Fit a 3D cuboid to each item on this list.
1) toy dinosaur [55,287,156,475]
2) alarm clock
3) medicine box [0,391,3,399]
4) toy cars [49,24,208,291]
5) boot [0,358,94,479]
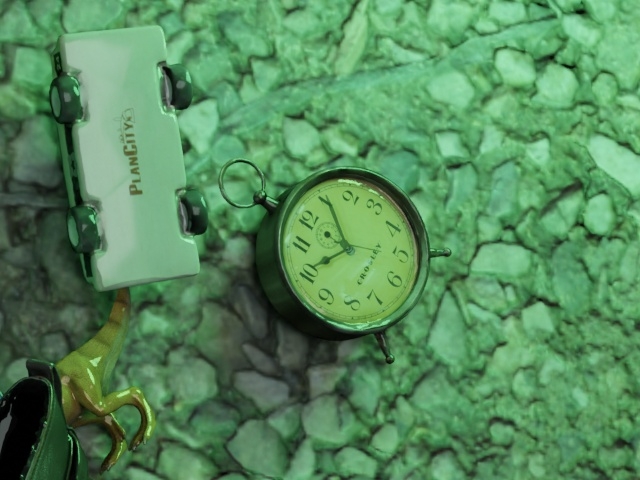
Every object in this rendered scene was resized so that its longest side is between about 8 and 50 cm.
[{"bbox_3d":[-0.167,0.101,1.302,0.112,0.064,0.211,44,65,-9],"label":"toy dinosaur"},{"bbox_3d":[0.000,0.000,1.398,0.192,0.064,0.129,37,67,-16],"label":"alarm clock"},{"bbox_3d":[-0.395,0.080,1.153,0.289,0.149,0.263,-33,94,-26],"label":"medicine box"},{"bbox_3d":[-0.222,-0.126,1.314,0.394,0.087,0.176,44,71,-15],"label":"toy cars"},{"bbox_3d":[-0.198,0.230,1.169,0.091,0.229,0.263,8,65,14],"label":"boot"}]
